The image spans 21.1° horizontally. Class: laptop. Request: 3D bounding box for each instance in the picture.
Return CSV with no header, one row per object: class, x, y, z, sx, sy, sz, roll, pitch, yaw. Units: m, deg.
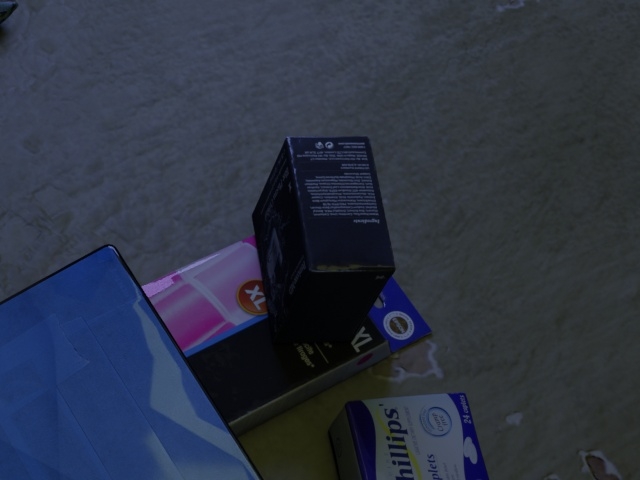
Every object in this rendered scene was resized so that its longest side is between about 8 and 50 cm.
laptop,-0.283,0.212,1.534,0.382,0.236,0.408,55,20,18

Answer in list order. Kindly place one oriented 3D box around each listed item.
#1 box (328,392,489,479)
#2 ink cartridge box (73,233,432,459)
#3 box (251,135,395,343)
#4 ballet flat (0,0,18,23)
box,0.091,0.230,1.751,0.137,0.072,0.126,-3,60,-19
ink cartridge box,-0.063,0.090,1.796,0.371,0.069,0.176,-25,70,-31
box,0.000,0.000,1.737,0.093,0.156,0.158,-1,60,-18
ballet flat,-0.421,-0.228,1.881,0.188,0.070,0.070,-9,63,-21
